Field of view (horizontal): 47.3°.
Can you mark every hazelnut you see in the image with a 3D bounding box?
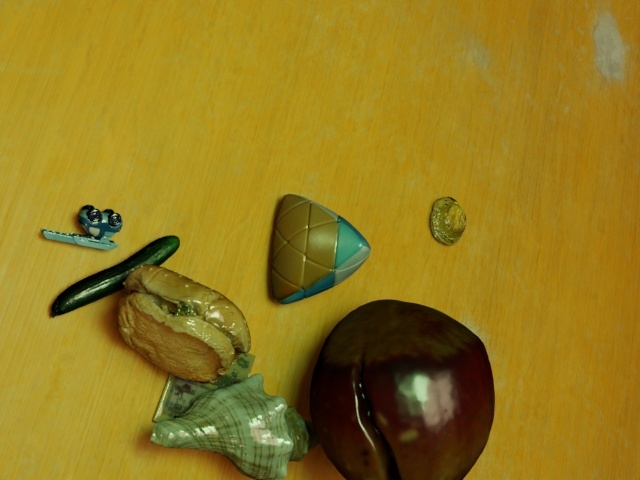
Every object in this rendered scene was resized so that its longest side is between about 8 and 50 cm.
[{"bbox_3d":[0.178,0.317,1.495,0.402,0.429,0.402,-1,105,-3],"label":"hazelnut"}]

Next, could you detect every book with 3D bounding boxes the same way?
[{"bbox_3d":[-0.229,0.294,1.464,0.168,0.013,0.192,29,67,-28],"label":"book"}]

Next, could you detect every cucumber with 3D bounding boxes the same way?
[{"bbox_3d":[-0.376,0.064,1.369,0.284,0.056,0.056,-34,103,-34],"label":"cucumber"}]

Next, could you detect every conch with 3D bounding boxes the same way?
[{"bbox_3d":[-0.132,0.359,1.413,0.386,0.169,0.203,29,42,-45],"label":"conch"}]

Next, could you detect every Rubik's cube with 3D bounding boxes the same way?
[{"bbox_3d":[0.000,0.000,1.611,0.254,0.254,0.254,6,79,-35],"label":"Rubik's cube"}]

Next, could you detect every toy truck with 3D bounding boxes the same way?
[{"bbox_3d":[-0.434,-0.030,1.341,0.136,0.063,0.074,14,95,-30],"label":"toy truck"}]

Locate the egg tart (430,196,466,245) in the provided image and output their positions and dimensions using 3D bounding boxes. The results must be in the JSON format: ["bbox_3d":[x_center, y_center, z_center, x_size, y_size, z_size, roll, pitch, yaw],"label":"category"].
[{"bbox_3d":[0.337,-0.051,1.897,0.130,0.052,0.130,4,84,-36],"label":"egg tart"}]

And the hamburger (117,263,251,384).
[{"bbox_3d":[-0.240,0.158,1.336,0.286,0.243,0.146,44,58,-25],"label":"hamburger"}]
